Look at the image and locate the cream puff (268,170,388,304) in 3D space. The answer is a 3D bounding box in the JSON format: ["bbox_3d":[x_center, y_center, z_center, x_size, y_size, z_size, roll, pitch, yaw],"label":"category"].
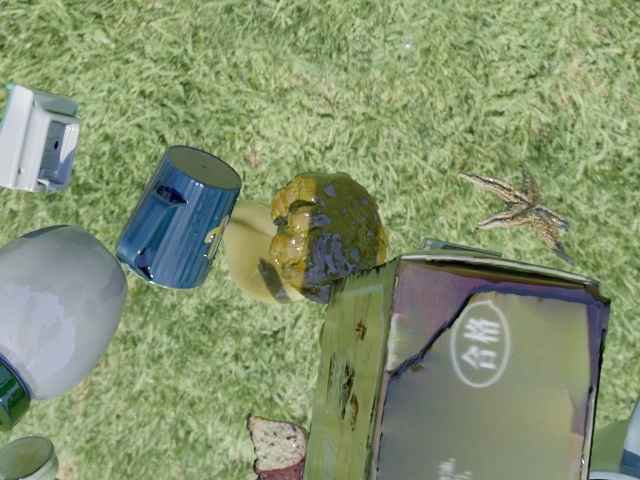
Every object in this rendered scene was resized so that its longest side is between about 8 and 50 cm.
[{"bbox_3d":[0.011,-0.009,1.281,0.244,0.196,0.244,-11,107,-39],"label":"cream puff"}]

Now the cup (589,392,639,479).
[{"bbox_3d":[0.437,0.374,1.029,0.256,0.311,0.332,-20,82,32],"label":"cup"}]

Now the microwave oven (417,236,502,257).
[{"bbox_3d":[0.343,0.093,1.821,0.204,0.129,0.163,13,139,23],"label":"microwave oven"}]

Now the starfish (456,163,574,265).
[{"bbox_3d":[0.367,-0.072,1.347,0.231,0.295,0.048,14,132,-13],"label":"starfish"}]

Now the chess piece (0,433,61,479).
[{"bbox_3d":[-0.630,0.565,1.624,0.133,0.133,0.243,-5,123,5],"label":"chess piece"}]

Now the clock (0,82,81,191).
[{"bbox_3d":[-0.651,-0.231,1.692,0.116,0.262,0.231,20,96,2],"label":"clock"}]

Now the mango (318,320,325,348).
[{"bbox_3d":[0.102,0.185,1.482,0.221,0.120,0.152,-38,76,16],"label":"mango"}]

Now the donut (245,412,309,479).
[{"bbox_3d":[-0.072,0.438,1.481,0.126,0.144,0.187,0,90,18],"label":"donut"}]

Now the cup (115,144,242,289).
[{"bbox_3d":[-0.189,-0.029,0.939,0.131,0.176,0.155,33,112,8],"label":"cup"}]

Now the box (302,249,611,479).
[{"bbox_3d":[0.062,0.231,0.568,0.138,0.373,0.421,9,84,-3],"label":"box"}]

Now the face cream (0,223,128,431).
[{"bbox_3d":[-0.538,0.157,1.369,0.219,0.357,0.313,6,131,30],"label":"face cream"}]

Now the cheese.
[{"bbox_3d":[-0.109,0.039,1.730,0.315,0.128,0.260,14,125,40],"label":"cheese"}]
